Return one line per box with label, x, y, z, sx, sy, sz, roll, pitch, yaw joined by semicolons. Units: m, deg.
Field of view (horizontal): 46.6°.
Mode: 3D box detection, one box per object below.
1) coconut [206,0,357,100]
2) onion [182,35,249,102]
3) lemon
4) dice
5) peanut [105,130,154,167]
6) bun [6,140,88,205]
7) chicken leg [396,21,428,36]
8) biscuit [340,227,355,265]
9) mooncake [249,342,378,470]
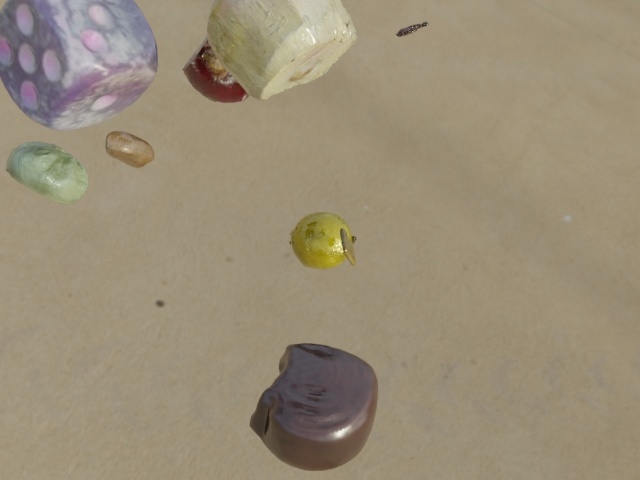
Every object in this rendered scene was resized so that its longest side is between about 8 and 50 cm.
coconut;-0.094;-0.459;1.558;0.297;0.297;0.254;-28;84;-40
onion;-0.261;-0.480;2.086;0.207;0.206;0.216;36;18;-12
lemon;0.000;0.000;2.215;0.206;0.173;0.173;5;38;24
dice;-0.562;-0.432;1.713;0.270;0.270;0.271;-28;86;-51
peanut;-0.479;-0.229;1.862;0.152;0.076;0.076;23;31;-54
bun;-0.644;-0.169;1.764;0.195;0.118;0.195;30;3;-2
chicken leg;0.227;-0.524;1.847;0.083;0.036;0.021;-19;94;3
biscuit;0.075;0.018;2.037;0.018;0.081;0.083;-17;50;13
mooncake;-0.011;0.385;1.816;0.326;0.174;0.334;-18;43;-35
